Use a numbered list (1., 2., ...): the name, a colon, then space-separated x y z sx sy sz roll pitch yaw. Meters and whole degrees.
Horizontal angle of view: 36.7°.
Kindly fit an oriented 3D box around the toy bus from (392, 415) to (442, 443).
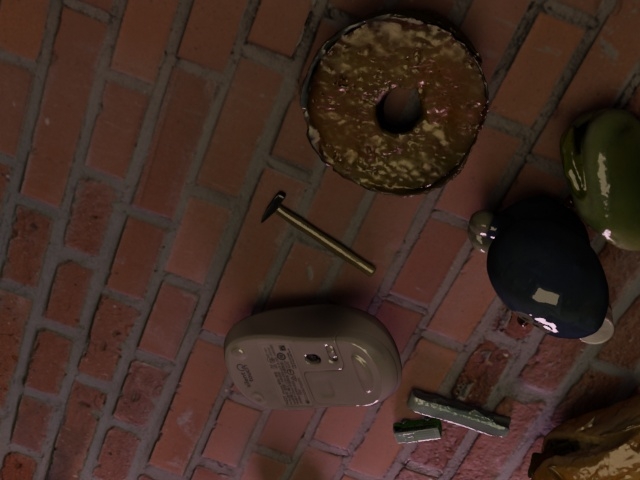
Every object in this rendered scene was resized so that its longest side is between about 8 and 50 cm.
1. toy bus: 0.166 0.327 1.659 0.083 0.037 0.031 -11 118 16

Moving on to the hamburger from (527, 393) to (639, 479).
1. hamburger: 0.447 0.392 1.584 0.209 0.162 0.330 -3 123 14

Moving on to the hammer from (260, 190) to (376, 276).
1. hammer: 0.000 0.000 1.498 0.199 0.013 0.062 34 121 -12

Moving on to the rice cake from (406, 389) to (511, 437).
1. rice cake: 0.236 0.290 1.630 0.180 0.030 0.042 17 119 -3

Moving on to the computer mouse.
1. computer mouse: -0.007 0.178 1.550 0.297 0.121 0.184 -8 123 29

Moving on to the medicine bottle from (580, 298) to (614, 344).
1. medicine bottle: 0.411 0.109 1.455 0.057 0.089 0.057 5 123 7

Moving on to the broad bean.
1. broad bean: 0.415 -0.082 1.313 0.228 0.100 0.169 28 88 -15

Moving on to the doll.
1. doll: 0.310 0.038 1.330 0.228 0.258 0.154 34 120 -9

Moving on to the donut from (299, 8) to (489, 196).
1. donut: 0.106 -0.195 1.314 0.272 0.107 0.272 7 125 10
